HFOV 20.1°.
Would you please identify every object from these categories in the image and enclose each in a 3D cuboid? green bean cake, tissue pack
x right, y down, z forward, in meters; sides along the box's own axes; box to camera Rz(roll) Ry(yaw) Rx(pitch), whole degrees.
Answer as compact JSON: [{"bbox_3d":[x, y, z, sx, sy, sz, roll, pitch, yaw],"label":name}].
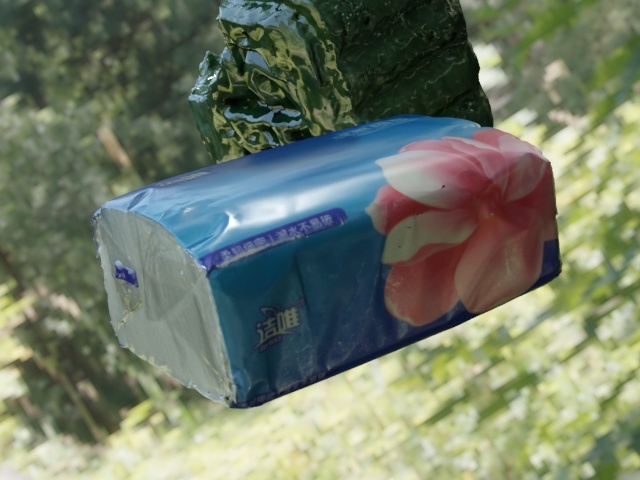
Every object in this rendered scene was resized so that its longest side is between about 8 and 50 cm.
[{"bbox_3d":[-0.002,-0.141,1.664,0.169,0.300,0.308,-34,27,-26],"label":"green bean cake"},{"bbox_3d":[0.000,0.000,1.248,0.269,0.137,0.209,-20,18,-23],"label":"tissue pack"}]
